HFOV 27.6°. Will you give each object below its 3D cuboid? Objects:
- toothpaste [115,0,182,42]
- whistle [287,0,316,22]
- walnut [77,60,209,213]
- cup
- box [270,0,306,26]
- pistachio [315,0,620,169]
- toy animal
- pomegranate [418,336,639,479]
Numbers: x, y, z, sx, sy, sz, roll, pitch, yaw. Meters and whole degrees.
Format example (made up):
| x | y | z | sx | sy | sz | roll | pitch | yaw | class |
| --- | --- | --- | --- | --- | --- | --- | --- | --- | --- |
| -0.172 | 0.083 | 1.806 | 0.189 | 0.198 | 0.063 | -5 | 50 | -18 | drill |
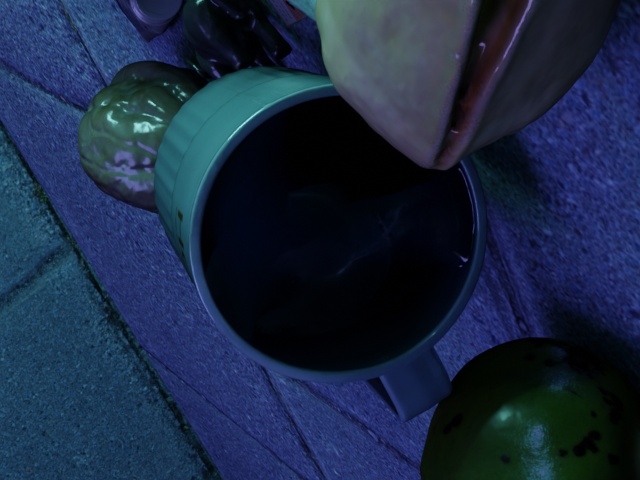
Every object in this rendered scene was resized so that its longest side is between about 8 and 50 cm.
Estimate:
| x | y | z | sx | sy | sz | roll | pitch | yaw | class |
| --- | --- | --- | --- | --- | --- | --- | --- | --- | --- |
| -0.226 | -0.299 | 1.651 | 0.096 | 0.061 | 0.266 | 55 | 169 | -14 | toothpaste |
| 0.028 | -0.207 | 1.167 | 0.312 | 0.062 | 0.062 | 41 | 159 | 30 | whistle |
| -0.202 | -0.130 | 1.655 | 0.224 | 0.224 | 0.224 | 45 | 161 | 20 | walnut |
| 0.008 | -0.019 | 1.245 | 0.331 | 0.257 | 0.311 | 30 | -177 | -20 | cup |
| -0.029 | -0.244 | 1.316 | 0.046 | 0.012 | 0.083 | 56 | 162 | -10 | box |
| 0.098 | -0.170 | 0.828 | 0.193 | 0.214 | 0.318 | 8 | 158 | -4 | pistachio |
| -0.096 | -0.200 | 1.462 | 0.137 | 0.082 | 0.269 | 52 | 166 | 11 | toy animal |
| 0.222 | 0.218 | 1.241 | 0.270 | 0.254 | 0.254 | -12 | 124 | 23 | pomegranate |
